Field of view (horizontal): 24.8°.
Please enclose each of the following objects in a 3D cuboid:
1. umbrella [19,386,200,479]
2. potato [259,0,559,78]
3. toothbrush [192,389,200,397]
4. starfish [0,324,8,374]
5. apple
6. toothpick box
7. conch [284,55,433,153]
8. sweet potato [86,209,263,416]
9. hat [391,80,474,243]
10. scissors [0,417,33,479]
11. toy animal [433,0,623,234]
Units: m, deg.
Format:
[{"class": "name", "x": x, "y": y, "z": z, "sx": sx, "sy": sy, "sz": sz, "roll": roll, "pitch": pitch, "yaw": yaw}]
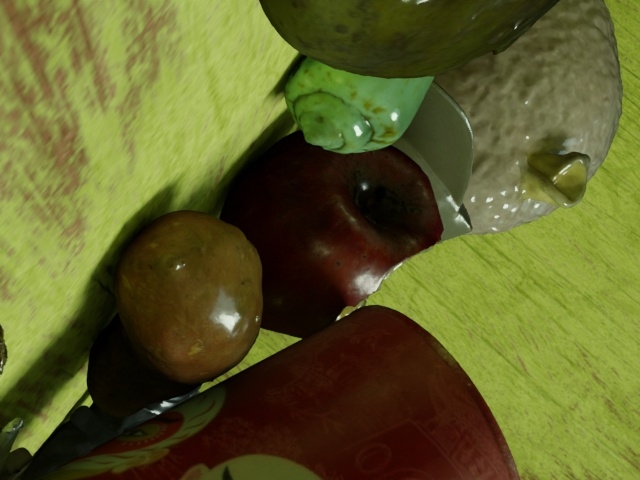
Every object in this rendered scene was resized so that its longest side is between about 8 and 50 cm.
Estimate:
[{"class": "umbrella", "x": -0.189, "y": 0.175, "z": 1.179, "sx": 0.236, "sy": 0.066, "sz": 0.059, "roll": -49, "pitch": -178, "yaw": 3}, {"class": "potato", "x": 0.052, "y": -0.129, "z": 0.539, "sx": 0.149, "sy": 0.113, "sz": 0.251, "roll": -48, "pitch": 180, "yaw": 24}, {"class": "toothbrush", "x": -0.140, "y": 0.134, "z": 1.317, "sx": 0.027, "sy": 0.021, "sz": 0.269, "roll": -33, "pitch": -173, "yaw": -14}, {"class": "starfish", "x": -0.160, "y": 0.068, "z": 0.591, "sx": 0.091, "sy": 0.028, "sz": 0.078, "roll": -46, "pitch": 180, "yaw": 1}, {"class": "apple", "x": -0.008, "y": 0.000, "z": 1.062, "sx": 0.158, "sy": 0.147, "sz": 0.156, "roll": -40, "pitch": -143, "yaw": 44}, {"class": "toothpick box", "x": -0.061, "y": 0.199, "z": 0.910, "sx": 0.333, "sy": 0.204, "sz": 0.204, "roll": -27, "pitch": 167, "yaw": -24}, {"class": "conch", "x": 0.041, "y": -0.115, "z": 0.945, "sx": 0.170, "sy": 0.079, "sz": 0.105, "roll": -44, "pitch": -168, "yaw": -25}, {"class": "sweet potato", "x": -0.091, "y": 0.056, "z": 0.916, "sx": 0.097, "sy": 0.097, "sz": 0.292, "roll": -50, "pitch": 178, "yaw": -24}, {"class": "hat", "x": 0.038, "y": -0.087, "z": 1.125, "sx": 0.144, "sy": 0.166, "sz": 0.173, "roll": -32, "pitch": 150, "yaw": 10}, {"class": "scissors", "x": -0.207, "y": 0.144, "z": 0.894, "sx": 0.110, "sy": 0.021, "sz": 0.212, "roll": -46, "pitch": 175, "yaw": -33}, {"class": "toy animal", "x": 0.186, "y": -0.139, "z": 1.453, "sx": 0.358, "sy": 0.226, "sz": 0.188, "roll": -49, "pitch": 180, "yaw": -17}]
